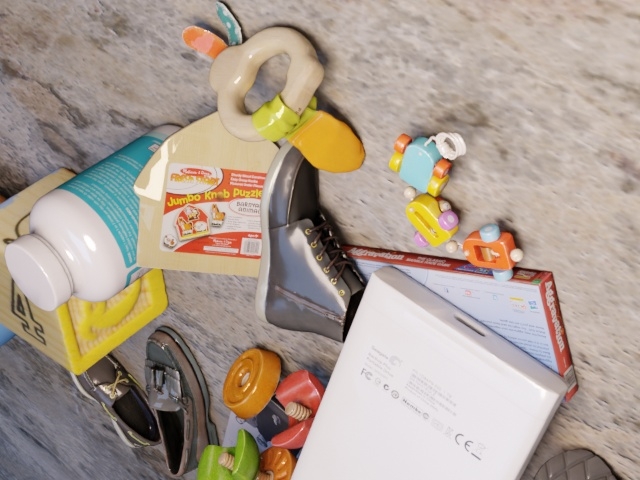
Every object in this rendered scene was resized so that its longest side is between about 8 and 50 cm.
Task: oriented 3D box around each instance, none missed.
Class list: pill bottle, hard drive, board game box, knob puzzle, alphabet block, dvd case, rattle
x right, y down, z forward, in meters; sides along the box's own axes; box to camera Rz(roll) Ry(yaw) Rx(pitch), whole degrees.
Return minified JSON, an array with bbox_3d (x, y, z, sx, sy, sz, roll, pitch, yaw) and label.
[{"bbox_3d":[-0.247,-0.023,1.252,0.146,0.264,0.146,28,138,29],"label":"pill bottle"},{"bbox_3d":[0.099,0.234,1.139,0.233,0.047,0.353,33,120,24],"label":"hard drive"},{"bbox_3d":[0.139,0.084,1.125,0.281,0.027,0.145,8,124,44],"label":"board game box"},{"bbox_3d":[-0.119,-0.058,1.191,0.030,0.213,0.213,-122,9,-69],"label":"knob puzzle"},{"bbox_3d":[-0.364,0.041,1.503,0.197,0.192,0.193,25,138,31],"label":"alphabet block"},{"bbox_3d":[-0.065,0.310,1.542,0.179,0.029,0.239,39,143,17],"label":"dvd case"},{"bbox_3d":[-0.048,-0.167,1.112,0.199,0.142,0.130,34,111,47],"label":"rattle"}]

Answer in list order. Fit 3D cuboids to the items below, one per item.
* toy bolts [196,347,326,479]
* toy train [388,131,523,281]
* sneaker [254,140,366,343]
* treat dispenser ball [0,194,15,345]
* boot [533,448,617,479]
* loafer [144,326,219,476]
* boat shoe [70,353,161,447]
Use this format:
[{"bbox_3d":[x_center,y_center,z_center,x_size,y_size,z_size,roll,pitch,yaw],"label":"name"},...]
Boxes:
[{"bbox_3d":[-0.024,0.252,1.380,0.158,0.218,0.228,32,138,-29],"label":"toy bolts"},{"bbox_3d":[0.136,-0.041,1.007,0.125,0.046,0.166,1,124,46],"label":"toy train"},{"bbox_3d":[0.000,0.000,1.147,0.118,0.083,0.222,15,112,25],"label":"sneaker"},{"bbox_3d":[-0.594,0.048,1.676,0.288,0.288,0.288,29,138,29],"label":"treat dispenser ball"},{"bbox_3d":[0.279,0.406,1.138,0.223,0.118,0.338,98,164,-76],"label":"boot"},{"bbox_3d":[-0.229,0.263,1.633,0.096,0.084,0.268,16,131,39],"label":"loafer"},{"bbox_3d":[-0.345,0.261,1.770,0.068,0.081,0.228,-10,120,48],"label":"boat shoe"}]
